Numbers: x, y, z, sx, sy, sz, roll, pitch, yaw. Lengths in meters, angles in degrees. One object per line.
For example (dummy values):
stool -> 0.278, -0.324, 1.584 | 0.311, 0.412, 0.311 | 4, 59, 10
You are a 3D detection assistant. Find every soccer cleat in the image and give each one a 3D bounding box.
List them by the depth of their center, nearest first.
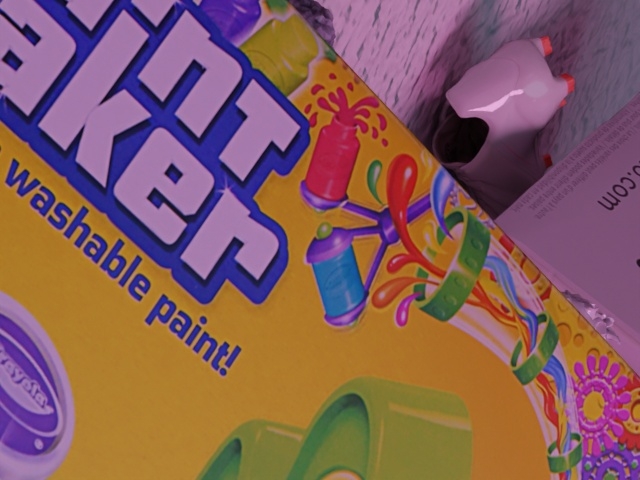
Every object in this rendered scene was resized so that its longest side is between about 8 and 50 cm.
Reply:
soccer cleat -> 0.101, -0.055, 1.103 | 0.076, 0.068, 0.196 | -24, 155, -11

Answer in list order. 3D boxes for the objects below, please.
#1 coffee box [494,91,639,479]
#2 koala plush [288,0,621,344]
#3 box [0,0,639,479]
coffee box -> 0.240, 0.135, 1.151 | 0.337, 0.334, 0.338 | -38, 162, -47
koala plush -> -0.008, 0.035, 0.730 | 0.196, 0.221, 0.203 | -50, 155, -32
box -> -0.129, 0.054, 0.373 | 0.290, 0.177, 0.279 | 44, 69, -30
